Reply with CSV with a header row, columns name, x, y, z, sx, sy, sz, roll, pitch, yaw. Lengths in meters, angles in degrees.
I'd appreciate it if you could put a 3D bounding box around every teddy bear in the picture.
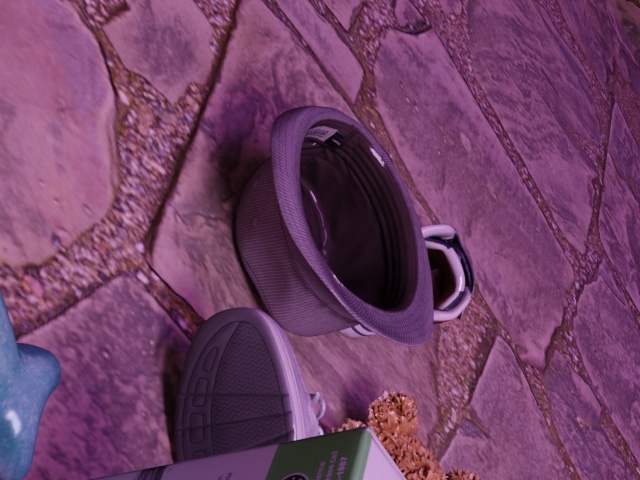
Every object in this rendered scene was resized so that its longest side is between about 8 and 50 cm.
name,x,y,z,sx,sy,sz,roll,pitch,yaw
teddy bear,0.107,0.322,1.120,0.245,0.113,0.338,2,72,-56

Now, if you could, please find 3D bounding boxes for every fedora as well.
name,x,y,z,sx,sy,sz,roll,pitch,yaw
fedora,0.000,0.000,1.091,0.243,0.124,0.276,24,47,-46

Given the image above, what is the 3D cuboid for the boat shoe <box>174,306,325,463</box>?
name,x,y,z,sx,sy,sz,roll,pitch,yaw
boat shoe,-0.042,0.215,0.935,0.103,0.118,0.321,-10,87,-68

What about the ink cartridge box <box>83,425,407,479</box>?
name,x,y,z,sx,sy,sz,roll,pitch,yaw
ink cartridge box,-0.087,0.251,0.661,0.122,0.289,0.211,56,33,-30

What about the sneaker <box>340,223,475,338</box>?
name,x,y,z,sx,sy,sz,roll,pitch,yaw
sneaker,0.133,0.043,1.303,0.321,0.127,0.126,-22,91,-62

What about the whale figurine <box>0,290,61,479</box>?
name,x,y,z,sx,sy,sz,roll,pitch,yaw
whale figurine,-0.246,0.044,0.657,0.272,0.141,0.216,49,36,-36
